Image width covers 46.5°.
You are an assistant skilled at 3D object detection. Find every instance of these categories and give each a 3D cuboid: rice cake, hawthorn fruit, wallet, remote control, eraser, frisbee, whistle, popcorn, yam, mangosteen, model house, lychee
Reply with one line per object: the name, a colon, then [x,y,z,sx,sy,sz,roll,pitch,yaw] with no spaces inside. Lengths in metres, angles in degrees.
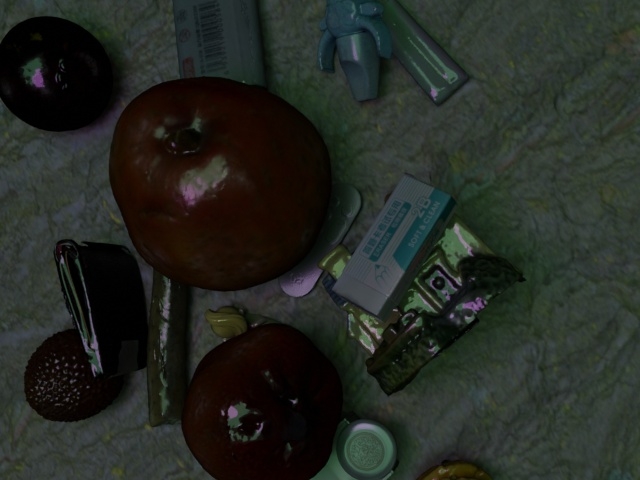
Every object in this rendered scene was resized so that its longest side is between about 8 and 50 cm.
rice cake: [0.177,-0.359,1.397,0.080,0.042,0.221,-42,79,11]
hawthorn fruit: [-0.101,0.288,1.306,0.295,0.311,0.294,-1,95,-10]
wallet: [-0.403,0.127,1.424,0.072,0.221,0.262,-17,83,7]
hawthorn fruit: [-0.179,-0.110,1.296,0.403,0.403,0.402,-1,88,13]
remote control: [0.000,0.000,1.434,0.077,0.022,0.244,32,95,14]
eraser: [-0.197,-0.385,1.456,0.174,0.081,0.226,-9,79,11]
frisbee: [0.081,0.371,1.317,0.110,0.014,0.110,-1,87,13]
whistle: [0.063,-0.394,1.374,0.186,0.093,0.273,2,105,54]
eraser: [0.118,0.010,1.176,0.096,0.052,0.225,28,81,31]
popcorn: [0.228,0.452,1.300,0.167,0.149,0.152,-40,48,31]
yam: [-0.302,0.182,1.472,0.083,0.083,0.371,-1,87,13]
mangosteen: [-0.541,-0.330,1.493,0.265,0.228,0.228,15,91,51]
model house: [0.151,0.068,1.277,0.321,0.261,0.266,-41,77,2]
lychee: [-0.484,0.266,1.461,0.195,0.194,0.194,-1,88,13]

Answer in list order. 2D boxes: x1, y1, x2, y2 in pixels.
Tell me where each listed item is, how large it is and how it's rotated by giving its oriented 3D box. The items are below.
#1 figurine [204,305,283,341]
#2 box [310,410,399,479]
figurine: [-0.134,0.175,1.436,0.188,0.083,0.083,25,94,3]
box: [0.018,0.443,1.379,0.225,0.086,0.129,-45,78,8]
